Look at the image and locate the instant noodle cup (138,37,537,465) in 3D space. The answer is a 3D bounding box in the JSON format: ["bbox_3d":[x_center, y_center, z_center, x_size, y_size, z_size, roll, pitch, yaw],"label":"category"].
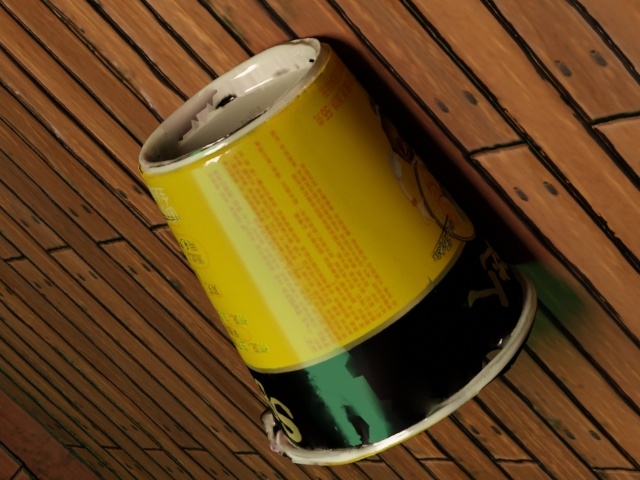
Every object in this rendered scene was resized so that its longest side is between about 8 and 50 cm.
[{"bbox_3d":[0.000,0.000,1.108,0.216,0.215,0.236,-4,126,55],"label":"instant noodle cup"}]
